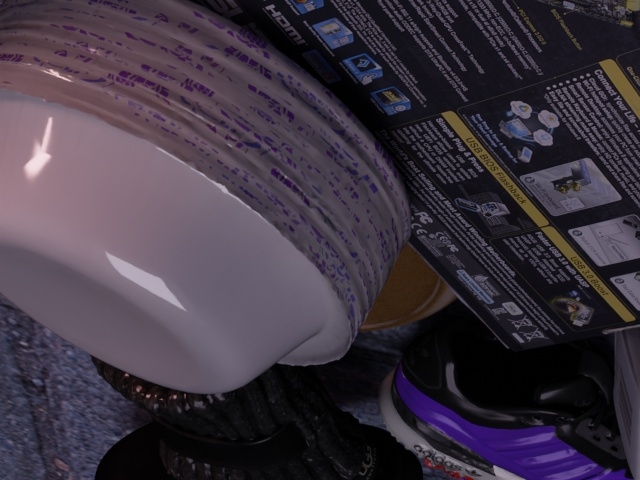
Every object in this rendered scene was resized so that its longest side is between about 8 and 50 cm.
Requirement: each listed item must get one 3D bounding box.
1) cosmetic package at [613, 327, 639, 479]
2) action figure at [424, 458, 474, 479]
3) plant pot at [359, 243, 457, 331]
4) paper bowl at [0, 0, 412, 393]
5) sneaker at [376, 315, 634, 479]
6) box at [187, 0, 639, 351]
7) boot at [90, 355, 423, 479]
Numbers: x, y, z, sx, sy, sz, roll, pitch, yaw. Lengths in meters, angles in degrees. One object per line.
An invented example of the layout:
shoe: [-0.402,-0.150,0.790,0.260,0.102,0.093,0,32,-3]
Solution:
cosmetic package: [0.318,0.089,1.012,0.231,0.086,0.117,-8,141,3]
action figure: [0.144,0.207,1.322,0.115,0.030,0.038,21,149,-6]
plant pot: [0.000,0.000,1.085,0.236,0.032,0.236,9,145,6]
paper bowl: [-0.100,-0.015,0.900,0.284,0.148,0.284,24,157,11]
sneaker: [0.196,0.136,1.137,0.293,0.102,0.146,19,141,-3]
box: [0.147,-0.098,0.848,0.318,0.097,0.395,-14,135,37]
boot: [-0.114,0.147,1.220,0.348,0.131,0.260,-12,140,36]
